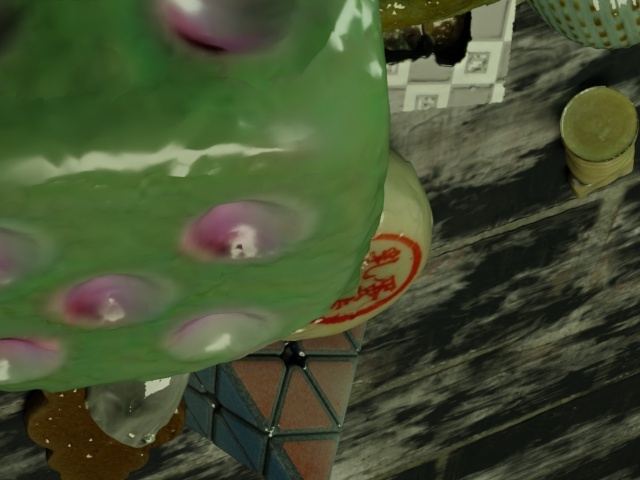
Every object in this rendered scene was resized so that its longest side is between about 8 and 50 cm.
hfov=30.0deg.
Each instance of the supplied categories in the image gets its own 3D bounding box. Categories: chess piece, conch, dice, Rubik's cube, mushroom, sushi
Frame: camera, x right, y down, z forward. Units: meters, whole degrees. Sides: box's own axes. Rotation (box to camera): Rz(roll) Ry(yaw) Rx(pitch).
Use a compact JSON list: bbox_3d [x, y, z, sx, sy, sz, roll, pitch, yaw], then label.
[{"bbox_3d":[0.333,-0.105,1.414,0.090,0.090,0.200,-31,160,5],"label":"chess piece"},{"bbox_3d":[0.260,-0.244,1.092,0.200,0.131,0.172,-28,150,-1],"label":"conch"},{"bbox_3d":[-0.144,-0.103,0.753,0.330,0.322,0.318,-8,154,-14],"label":"dice"},{"bbox_3d":[-0.074,0.149,1.403,0.228,0.228,0.233,-58,162,-81],"label":"Rubik's cube"},{"bbox_3d":[-0.169,0.070,1.204,0.109,0.097,0.351,15,120,-5],"label":"mushroom"},{"bbox_3d":[0.065,-0.209,1.068,0.215,0.050,0.192,-7,127,-10],"label":"sushi"}]

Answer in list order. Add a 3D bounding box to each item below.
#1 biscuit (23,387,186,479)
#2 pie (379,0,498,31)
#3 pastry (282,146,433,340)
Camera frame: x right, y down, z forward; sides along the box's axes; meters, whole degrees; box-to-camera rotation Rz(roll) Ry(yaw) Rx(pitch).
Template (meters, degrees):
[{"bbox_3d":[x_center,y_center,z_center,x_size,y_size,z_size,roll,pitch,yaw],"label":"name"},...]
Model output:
[{"bbox_3d":[-0.258,0.190,1.392,0.183,0.047,0.320,-16,142,-1],"label":"biscuit"},{"bbox_3d":[0.066,-0.253,0.910,0.276,0.079,0.277,0,145,0],"label":"pie"},{"bbox_3d":[0.000,0.001,1.256,0.264,0.133,0.265,-16,148,-11],"label":"pastry"}]
